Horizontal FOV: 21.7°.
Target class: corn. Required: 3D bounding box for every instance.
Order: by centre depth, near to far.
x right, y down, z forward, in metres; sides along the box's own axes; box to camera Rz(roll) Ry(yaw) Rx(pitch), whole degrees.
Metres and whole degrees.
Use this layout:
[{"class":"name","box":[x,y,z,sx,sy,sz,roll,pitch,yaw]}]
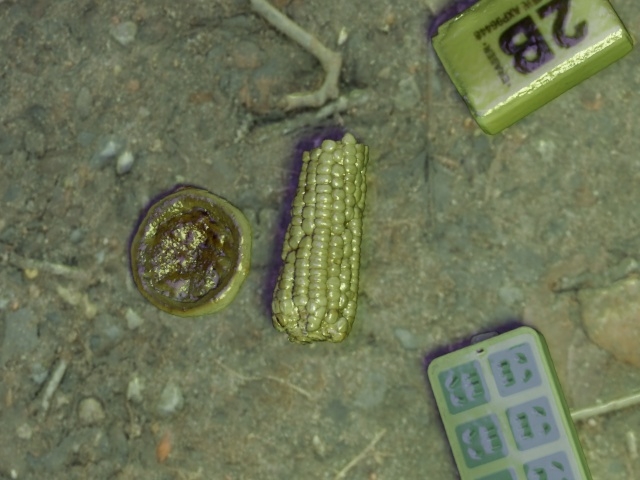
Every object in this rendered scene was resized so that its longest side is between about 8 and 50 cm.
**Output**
[{"class":"corn","box":[0.000,0.000,1.669,0.087,0.087,0.211,3,79,19]}]

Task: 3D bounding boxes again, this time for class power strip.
[{"class":"power strip","box":[0.193,0.215,1.590,0.118,0.046,0.270,-21,77,14]}]

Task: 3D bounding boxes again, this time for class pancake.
[{"class":"pancake","box":[-0.135,0.014,1.738,0.139,0.022,0.140,-2,82,17]}]

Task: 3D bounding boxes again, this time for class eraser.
[{"class":"eraser","box":[0.206,-0.196,1.640,0.172,0.058,0.117,-31,73,12]}]
